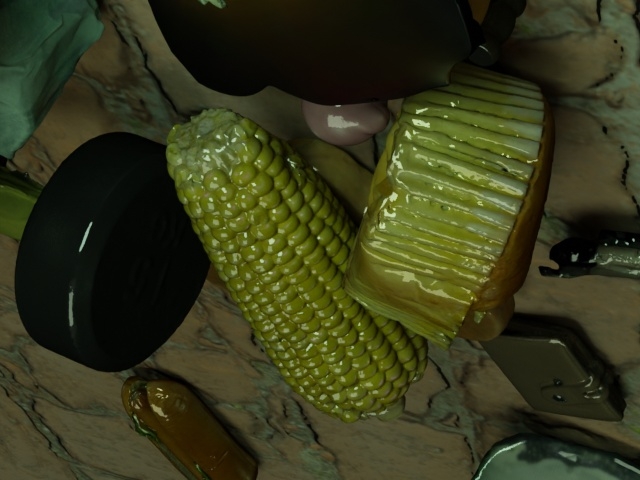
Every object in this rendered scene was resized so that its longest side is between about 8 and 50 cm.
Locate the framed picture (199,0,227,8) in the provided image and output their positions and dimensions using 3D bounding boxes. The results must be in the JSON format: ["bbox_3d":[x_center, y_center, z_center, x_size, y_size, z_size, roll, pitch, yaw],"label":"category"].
[{"bbox_3d":[-0.177,-0.291,1.219,0.231,0.018,0.293,42,169,43],"label":"framed picture"}]

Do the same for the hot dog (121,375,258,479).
[{"bbox_3d":[-0.158,0.243,2.291,0.100,0.068,0.249,5,148,36],"label":"hot dog"}]

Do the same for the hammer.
[{"bbox_3d":[0.027,-0.156,1.421,0.292,0.058,0.029,3,142,44],"label":"hammer"}]

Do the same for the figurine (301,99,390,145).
[{"bbox_3d":[0.016,-0.109,1.489,0.083,0.067,0.071,12,135,57],"label":"figurine"}]

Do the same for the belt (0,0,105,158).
[{"bbox_3d":[-0.308,-0.175,1.535,0.257,0.150,0.207,6,144,33],"label":"belt"}]

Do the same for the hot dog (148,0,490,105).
[{"bbox_3d":[0.006,-0.194,1.303,0.326,0.107,0.194,11,143,44],"label":"hot dog"}]

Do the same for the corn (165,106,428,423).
[{"bbox_3d":[-0.013,0.029,1.597,0.130,0.130,0.347,1,137,38],"label":"corn"}]

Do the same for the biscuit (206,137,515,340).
[{"bbox_3d":[0.001,-0.002,1.717,0.355,0.052,0.275,9,146,31],"label":"biscuit"}]

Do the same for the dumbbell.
[{"bbox_3d":[-0.273,-0.028,1.673,0.322,0.204,0.204,21,155,27],"label":"dumbbell"}]

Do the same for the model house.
[{"bbox_3d":[0.270,0.331,2.031,0.271,0.190,0.301,18,169,4],"label":"model house"}]

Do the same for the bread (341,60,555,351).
[{"bbox_3d":[0.100,-0.029,1.446,0.133,0.179,0.250,16,151,-1],"label":"bread"}]

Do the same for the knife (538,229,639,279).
[{"bbox_3d":[0.346,0.024,1.500,0.365,0.043,0.089,6,-178,28],"label":"knife"}]

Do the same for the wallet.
[{"bbox_3d":[0.217,0.123,1.791,0.118,0.039,0.153,4,147,38],"label":"wallet"}]
